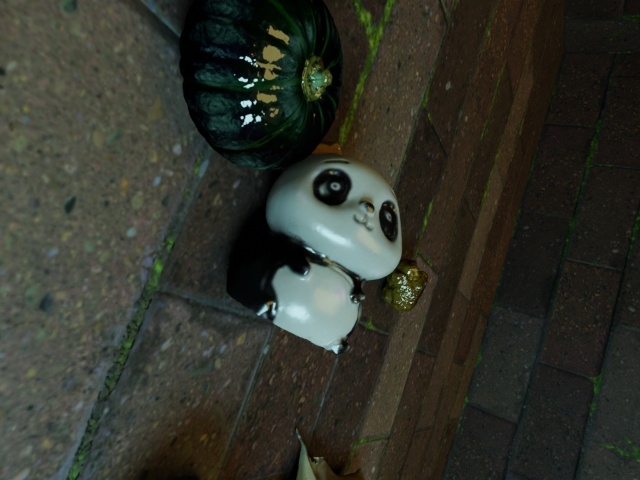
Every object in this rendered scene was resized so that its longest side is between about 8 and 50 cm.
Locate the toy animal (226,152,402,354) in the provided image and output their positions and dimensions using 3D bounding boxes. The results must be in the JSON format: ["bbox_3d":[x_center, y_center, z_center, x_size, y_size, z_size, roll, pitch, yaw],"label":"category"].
[{"bbox_3d":[0.001,0.005,0.568,0.187,0.165,0.235,31,91,-24],"label":"toy animal"}]

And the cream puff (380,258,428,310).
[{"bbox_3d":[0.185,0.099,0.997,0.116,0.094,0.122,-52,164,-28],"label":"cream puff"}]

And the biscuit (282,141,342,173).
[{"bbox_3d":[-0.014,-0.089,0.668,0.140,0.023,0.118,-17,118,-54],"label":"biscuit"}]

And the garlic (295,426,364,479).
[{"bbox_3d":[0.005,0.518,0.867,0.338,0.151,0.196,53,30,-43],"label":"garlic"}]

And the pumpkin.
[{"bbox_3d":[-0.052,-0.171,0.463,0.202,0.140,0.202,-44,144,-45],"label":"pumpkin"}]
